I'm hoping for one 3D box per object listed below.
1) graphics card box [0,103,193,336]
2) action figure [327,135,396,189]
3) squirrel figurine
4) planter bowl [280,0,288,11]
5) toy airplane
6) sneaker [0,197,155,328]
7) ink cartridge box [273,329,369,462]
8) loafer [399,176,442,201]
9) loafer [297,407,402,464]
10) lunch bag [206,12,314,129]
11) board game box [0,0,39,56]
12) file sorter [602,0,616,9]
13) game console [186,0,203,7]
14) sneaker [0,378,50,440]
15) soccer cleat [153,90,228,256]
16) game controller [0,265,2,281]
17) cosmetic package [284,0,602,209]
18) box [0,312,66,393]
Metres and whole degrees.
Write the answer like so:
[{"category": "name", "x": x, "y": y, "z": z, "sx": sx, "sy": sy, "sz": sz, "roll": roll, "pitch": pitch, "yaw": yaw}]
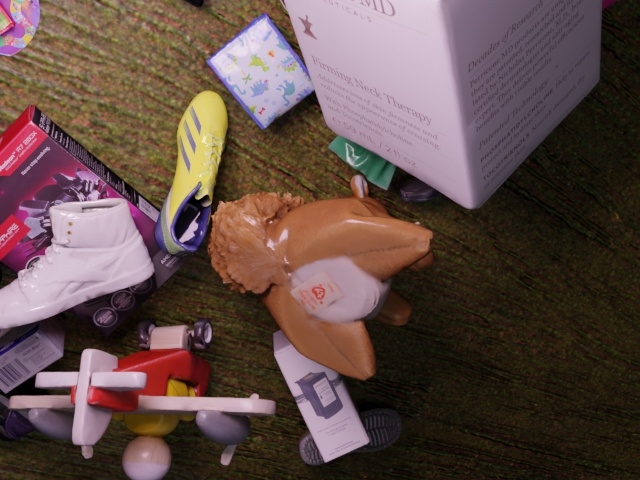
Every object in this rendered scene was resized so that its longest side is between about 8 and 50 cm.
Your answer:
[{"category": "graphics card box", "x": -0.431, "y": -0.025, "z": 1.466, "sx": 0.233, "sy": 0.094, "sz": 0.371, "roll": -43, "pitch": 120, "yaw": 7}, {"category": "action figure", "x": 0.129, "y": -0.224, "z": 1.517, "sx": 0.137, "sy": 0.063, "sz": 0.232, "roll": 36, "pitch": 113, "yaw": 8}, {"category": "squirrel figurine", "x": 0.000, "y": 0.000, "z": 1.474, "sx": 0.396, "sy": 0.370, "sz": 0.281, "roll": 16, "pitch": 114, "yaw": 5}, {"category": "planter bowl", "x": -0.005, "y": -0.437, "z": 1.364, "sx": 0.162, "sy": 0.109, "sz": 0.162, "roll": -7, "pitch": 118, "yaw": -12}, {"category": "toy airplane", "x": -0.313, "y": 0.294, "z": 1.458, "sx": 0.384, "sy": 0.386, "sz": 0.273, "roll": -5, "pitch": 94, "yaw": -29}, {"category": "sneaker", "x": -0.436, "y": 0.025, "z": 1.383, "sx": 0.292, "sy": 0.108, "sz": 0.169, "roll": -22, "pitch": 118, "yaw": -15}, {"category": "ink cartridge box", "x": -0.002, "y": 0.281, "z": 1.650, "sx": 0.100, "sy": 0.172, "sz": 0.237, "roll": -24, "pitch": 98, "yaw": -1}, {"category": "loafer", "x": 0.224, "y": -0.125, "z": 1.606, "sx": 0.170, "sy": 0.062, "sz": 0.061, "roll": -24, "pitch": 134, "yaw": -14}, {"category": "loafer", "x": 0.058, "y": 0.415, "z": 1.833, "sx": 0.251, "sy": 0.087, "sz": 0.095, "roll": -7, "pitch": 92, "yaw": -24}, {"category": "lunch bag", "x": -0.099, "y": -0.287, "z": 1.422, "sx": 0.128, "sy": 0.096, "sz": 0.151, "roll": -38, "pitch": 129, "yaw": 6}, {"category": "board game box", "x": -0.524, "y": -0.356, "z": 1.308, "sx": 0.168, "sy": 0.033, "sz": 0.133, "roll": 10, "pitch": 113, "yaw": -19}, {"category": "file sorter", "x": 0.400, "y": -0.527, "z": 1.300, "sx": 0.202, "sy": 0.291, "sz": 0.182, "roll": -31, "pitch": 137, "yaw": 2}, {"category": "game console", "x": -0.216, "y": -0.446, "z": 1.324, "sx": 0.122, "sy": 0.071, "sz": 0.107, "roll": 27, "pitch": 106, "yaw": -26}, {"category": "sneaker", "x": -0.636, "y": 0.278, "z": 1.559, "sx": 0.124, "sy": 0.107, "sz": 0.283, "roll": -33, "pitch": 120, "yaw": 10}, {"category": "soccer cleat", "x": -0.202, "y": -0.111, "z": 1.428, "sx": 0.093, "sy": 0.121, "sz": 0.289, "roll": 17, "pitch": 86, "yaw": -34}, {"category": "game controller", "x": -0.692, "y": 0.011, "z": 1.401, "sx": 0.319, "sy": 0.067, "sz": 0.166, "roll": 32, "pitch": 143, "yaw": -26}, {"category": "cosmetic package", "x": 0.180, "y": -0.332, "z": 1.226, "sx": 0.327, "sy": 0.329, "sz": 0.394, "roll": -44, "pitch": 143, "yaw": -17}, {"category": "box", "x": -0.530, "y": 0.182, "z": 1.516, "sx": 0.126, "sy": 0.137, "sz": 0.072, "roll": -33, "pitch": 118, "yaw": 3}]
